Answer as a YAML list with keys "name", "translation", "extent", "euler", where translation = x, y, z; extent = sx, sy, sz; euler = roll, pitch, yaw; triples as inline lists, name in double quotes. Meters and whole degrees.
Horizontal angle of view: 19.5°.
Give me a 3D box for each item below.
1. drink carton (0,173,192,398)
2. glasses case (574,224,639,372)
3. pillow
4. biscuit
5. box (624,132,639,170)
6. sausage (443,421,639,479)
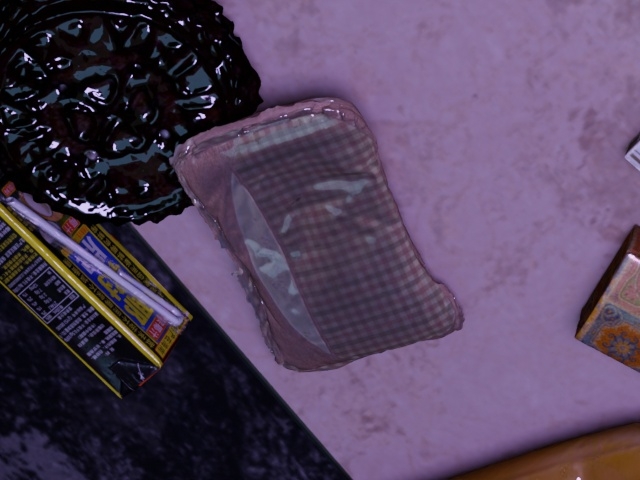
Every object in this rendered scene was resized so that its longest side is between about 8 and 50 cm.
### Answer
- name: "drink carton"
  translation: [-0.167, 0.023, 1.269]
  extent: [0.166, 0.071, 0.056]
  euler: [44, 123, -10]
- name: "glasses case"
  translation: [0.274, 0.078, 1.172]
  extent: [0.218, 0.049, 0.075]
  euler: [28, 122, 2]
- name: "pillow"
  translation: [-0.003, 0.000, 1.204]
  extent: [0.135, 0.034, 0.211]
  euler: [-16, 124, 20]
- name: "biscuit"
  translation: [-0.136, -0.094, 1.189]
  extent: [0.195, 0.053, 0.194]
  euler: [0, 125, 0]
- name: "box"
  translation: [0.286, -0.082, 1.097]
  extent: [0.109, 0.029, 0.198]
  euler: [40, 120, -5]
- name: "sausage"
  translation: [0.144, 0.207, 1.244]
  extent: [0.354, 0.116, 0.134]
  euler: [-19, 95, 22]
